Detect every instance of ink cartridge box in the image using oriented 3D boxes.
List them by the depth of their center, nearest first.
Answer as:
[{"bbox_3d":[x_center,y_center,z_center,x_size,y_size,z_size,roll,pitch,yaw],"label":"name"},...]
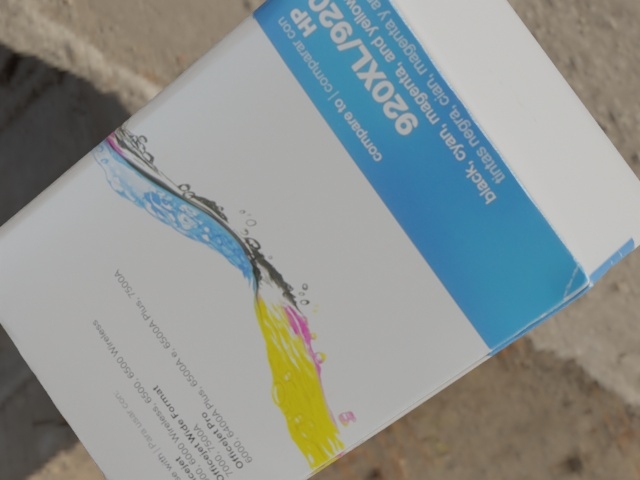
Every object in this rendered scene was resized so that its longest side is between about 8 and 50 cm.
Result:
[{"bbox_3d":[0.000,0.000,0.694,0.232,0.168,0.171,-37,175,23],"label":"ink cartridge box"}]
